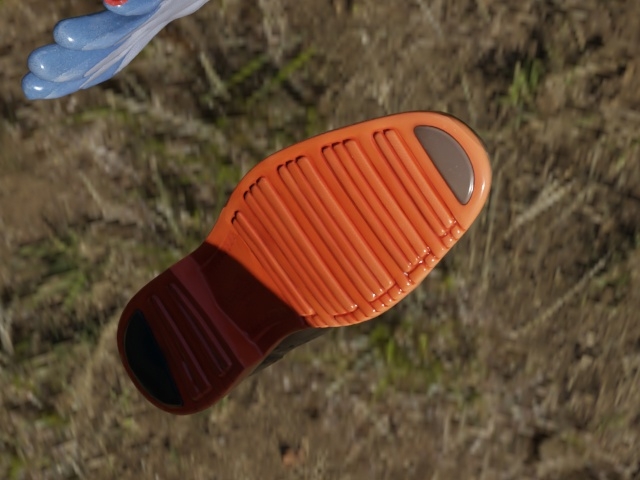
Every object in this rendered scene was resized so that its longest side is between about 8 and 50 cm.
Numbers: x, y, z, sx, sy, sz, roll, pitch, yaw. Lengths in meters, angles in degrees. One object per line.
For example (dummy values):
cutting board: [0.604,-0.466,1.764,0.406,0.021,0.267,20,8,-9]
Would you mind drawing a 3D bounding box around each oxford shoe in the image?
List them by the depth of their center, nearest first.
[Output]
oxford shoe: [0.000,0.000,1.028,0.098,0.271,0.097,-29,88,-49]

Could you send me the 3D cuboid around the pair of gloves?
pair of gloves: [-0.046,-0.128,0.814,0.023,0.198,0.159,50,57,1]
